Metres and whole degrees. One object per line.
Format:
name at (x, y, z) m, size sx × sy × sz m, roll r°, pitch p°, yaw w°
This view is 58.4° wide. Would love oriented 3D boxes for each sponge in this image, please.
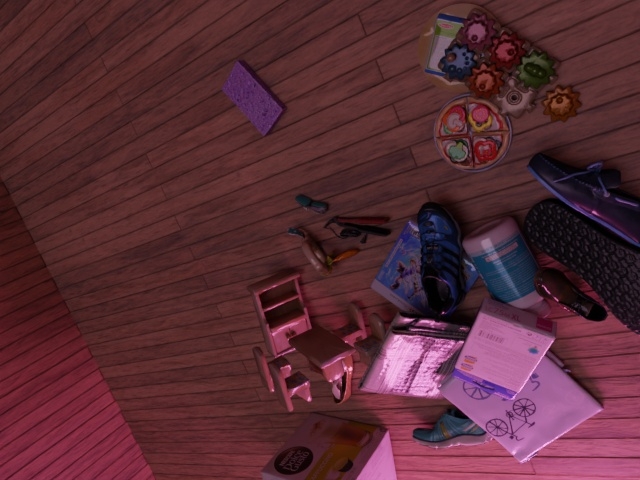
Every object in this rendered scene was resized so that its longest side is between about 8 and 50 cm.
sponge at (-0.206, -0.437, 1.755) m, size 0.210 × 0.031 × 0.117 m, roll 48°, pitch 128°, yaw 6°

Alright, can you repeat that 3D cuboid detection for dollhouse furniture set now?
dollhouse furniture set at (-0.051, 0.270, 1.783) m, size 0.394 × 0.362 × 0.256 m, roll 19°, pitch 127°, yaw 60°

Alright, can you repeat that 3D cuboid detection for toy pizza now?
toy pizza at (0.379, -0.269, 1.448) m, size 0.201 × 0.032 × 0.201 m, roll 14°, pitch 118°, yaw 28°

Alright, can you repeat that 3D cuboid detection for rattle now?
rattle at (0.000, 0.000, 1.798) m, size 0.143 × 0.130 × 0.199 m, roll -46°, pitch 56°, yaw 27°

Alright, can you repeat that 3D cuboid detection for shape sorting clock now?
shape sorting clock at (0.338, -0.462, 1.381) m, size 0.206 × 0.040 × 0.206 m, roll 11°, pitch 121°, yaw 20°

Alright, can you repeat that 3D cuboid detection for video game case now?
video game case at (0.305, 0.101, 1.648) m, size 0.244 × 0.061 × 0.269 m, roll 35°, pitch 125°, yaw 14°

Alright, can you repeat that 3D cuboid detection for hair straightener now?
hair straightener at (0.108, -0.026, 1.726) m, size 0.231 × 0.047 × 0.089 m, roll 2°, pitch 112°, yaw 33°

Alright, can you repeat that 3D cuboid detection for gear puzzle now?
gear puzzle at (0.443, -0.374, 1.326) m, size 0.339 × 0.044 × 0.175 m, roll 35°, pitch 126°, yaw 4°

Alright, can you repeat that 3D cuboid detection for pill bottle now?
pill bottle at (0.486, 0.081, 1.465) m, size 0.146 × 0.146 × 0.264 m, roll -27°, pitch 94°, yaw 38°

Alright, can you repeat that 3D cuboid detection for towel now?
towel at (0.303, 0.346, 1.653) m, size 0.312 × 0.056 × 0.324 m, roll 11°, pitch 123°, yaw -15°

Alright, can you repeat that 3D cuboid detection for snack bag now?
snack bag at (0.563, 0.437, 1.613) m, size 0.342 × 0.037 × 0.323 m, roll 41°, pitch 118°, yaw 2°

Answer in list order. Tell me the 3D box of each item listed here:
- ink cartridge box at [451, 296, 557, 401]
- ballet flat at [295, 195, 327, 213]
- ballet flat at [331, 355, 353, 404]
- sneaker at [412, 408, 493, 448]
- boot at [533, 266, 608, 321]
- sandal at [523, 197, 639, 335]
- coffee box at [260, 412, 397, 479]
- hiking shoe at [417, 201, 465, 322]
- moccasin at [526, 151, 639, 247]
ink cartridge box at (0.470, 0.291, 1.499) m, size 0.186 × 0.065 × 0.311 m, roll 20°, pitch 135°, yaw 13°
ballet flat at (-0.030, -0.107, 1.787) m, size 0.114 × 0.041 × 0.041 m, roll 20°, pitch 120°, yaw 26°
ballet flat at (0.069, 0.460, 1.956) m, size 0.080 × 0.073 × 0.232 m, roll 8°, pitch 114°, yaw 30°
sneaker at (0.411, 0.582, 1.790) m, size 0.275 × 0.107 × 0.109 m, roll -21°, pitch 79°, yaw 33°
boot at (0.605, 0.130, 1.375) m, size 0.106 × 0.219 × 0.082 m, roll 28°, pitch 90°, yaw 54°
sandal at (0.695, 0.052, 1.358) m, size 0.446 × 0.107 × 0.167 m, roll 47°, pitch 130°, yaw 23°
coffee box at (0.044, 0.860, 1.985) m, size 0.335 × 0.338 × 0.338 m, roll 2°, pitch 112°, yaw 33°
hiking shoe at (0.314, 0.051, 1.498) m, size 0.113 × 0.132 × 0.303 m, roll -9°, pitch 103°, yaw 32°
moccasin at (0.642, -0.117, 1.303) m, size 0.342 × 0.137 × 0.116 m, roll 30°, pitch 121°, yaw 1°
